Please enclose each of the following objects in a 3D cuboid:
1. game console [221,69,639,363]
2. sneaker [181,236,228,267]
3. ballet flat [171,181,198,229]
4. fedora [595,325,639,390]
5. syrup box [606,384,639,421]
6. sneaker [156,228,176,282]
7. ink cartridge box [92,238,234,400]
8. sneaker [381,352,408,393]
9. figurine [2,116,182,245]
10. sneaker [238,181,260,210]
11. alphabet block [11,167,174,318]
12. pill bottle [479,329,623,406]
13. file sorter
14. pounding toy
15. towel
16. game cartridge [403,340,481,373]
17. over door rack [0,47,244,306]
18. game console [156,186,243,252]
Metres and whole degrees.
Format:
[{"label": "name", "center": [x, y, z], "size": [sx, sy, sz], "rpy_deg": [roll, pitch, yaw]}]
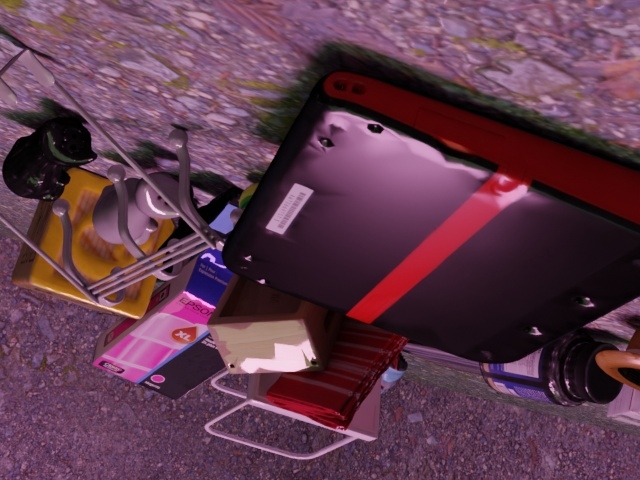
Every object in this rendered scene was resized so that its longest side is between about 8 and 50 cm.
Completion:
[{"label": "game console", "center": [0.106, 0.000, 0.893], "size": [0.342, 0.060, 0.386], "rpy_deg": [22, 154, -9]}, {"label": "sneaker", "center": [-0.145, 0.054, 1.682], "size": [0.178, 0.123, 0.295], "rpy_deg": [27, 169, 2]}, {"label": "ballet flat", "center": [-0.190, -0.045, 1.392], "size": [0.049, 0.057, 0.173], "rpy_deg": [-12, 172, 1]}, {"label": "fedora", "center": [0.473, 0.164, 1.327], "size": [0.194, 0.079, 0.194], "rpy_deg": [21, 167, 5]}, {"label": "syrup box", "center": [0.565, 0.268, 1.679], "size": [0.093, 0.096, 0.237], "rpy_deg": [14, 169, 10]}, {"label": "sneaker", "center": [-0.342, 0.010, 1.741], "size": [0.217, 0.121, 0.079], "rpy_deg": [16, 169, 6]}, {"label": "ink cartridge box", "center": [-0.201, 0.138, 1.590], "size": [0.176, 0.069, 0.371], "rpy_deg": [30, 131, -28]}, {"label": "sneaker", "center": [0.111, 0.270, 2.224], "size": [0.104, 0.125, 0.262], "rpy_deg": [31, -169, -11]}, {"label": "figurine", "center": [-0.279, -0.076, 1.238], "size": [0.215, 0.092, 0.209], "rpy_deg": [30, 161, -21]}, {"label": "sneaker", "center": [0.000, 0.000, 1.108], "size": [0.109, 0.123, 0.295], "rpy_deg": [24, 167, -33]}, {"label": "alphabet block", "center": [-0.365, 0.008, 1.574], "size": [0.192, 0.193, 0.197], "rpy_deg": [20, 170, -22]}, {"label": "pill bottle", "center": [0.368, 0.199, 1.562], "size": [0.123, 0.122, 0.219], "rpy_deg": [24, 168, -33]}, {"label": "file sorter", "center": [-0.038, 0.144, 1.383], "size": [0.193, 0.277, 0.173], "rpy_deg": [23, 146, -26]}, {"label": "pounding toy", "center": [-0.003, 0.072, 1.190], "size": [0.206, 0.181, 0.094], "rpy_deg": [-5, 124, 23]}, {"label": "towel", "center": [0.059, 0.103, 1.176], "size": [0.031, 0.275, 0.199], "rpy_deg": [47, 160, -19]}, {"label": "game cartridge", "center": [0.312, 0.239, 2.068], "size": [0.230, 0.068, 0.355], "rpy_deg": [20, 171, -38]}, {"label": "over door rack", "center": [-0.270, -0.066, 1.077], "size": [0.239, 0.108, 0.324], "rpy_deg": [-24, 131, 36]}, {"label": "game console", "center": [-0.141, -0.014, 1.303], "size": [0.107, 0.071, 0.122], "rpy_deg": [24, 144, -38]}]
